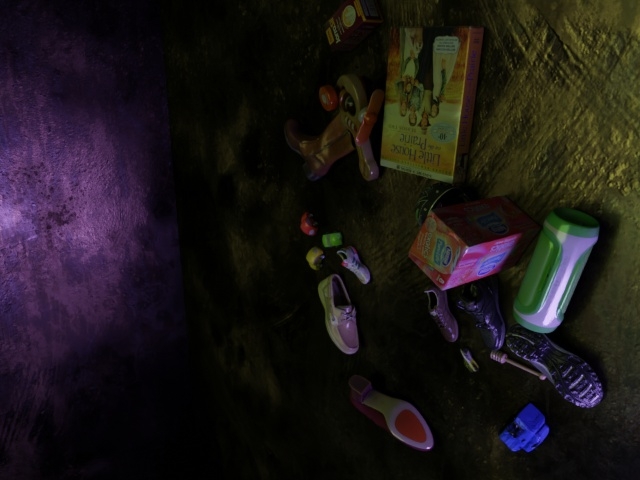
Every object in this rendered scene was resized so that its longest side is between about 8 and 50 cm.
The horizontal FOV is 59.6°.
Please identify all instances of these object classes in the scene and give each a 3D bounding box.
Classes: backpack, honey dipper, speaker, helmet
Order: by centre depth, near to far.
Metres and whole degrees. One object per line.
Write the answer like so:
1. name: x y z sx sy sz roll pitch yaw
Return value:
1. speaker: 0.568 0.075 1.361 0.131 0.131 0.296 37 128 42
2. backpack: 0.552 0.525 1.534 0.101 0.098 0.120 51 135 27
3. honey dipper: 0.547 0.346 1.549 0.161 0.030 0.030 24 118 46
4. helmet: 0.346 -0.082 1.578 0.161 0.169 0.169 49 138 6

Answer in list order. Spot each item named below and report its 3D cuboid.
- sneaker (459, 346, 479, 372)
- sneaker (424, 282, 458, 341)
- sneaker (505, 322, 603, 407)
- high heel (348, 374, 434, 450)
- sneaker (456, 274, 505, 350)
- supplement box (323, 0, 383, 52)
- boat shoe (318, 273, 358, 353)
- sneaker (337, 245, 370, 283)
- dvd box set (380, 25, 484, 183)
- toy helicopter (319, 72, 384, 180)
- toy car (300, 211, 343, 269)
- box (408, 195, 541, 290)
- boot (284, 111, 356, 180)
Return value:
1. sneaker: 0.443 0.363 1.690 0.083 0.031 0.035 61 141 22
2. sneaker: 0.363 0.227 1.724 0.066 0.071 0.188 -25 79 53
3. sneaker: 0.598 0.308 1.426 0.271 0.108 0.100 43 101 19
4. high heel: 0.254 0.631 1.996 0.377 0.127 0.181 38 157 36
5. sneaker: 0.444 0.206 1.565 0.087 0.130 0.227 3 104 55
6. supplement box: 0.103 -0.701 1.802 0.188 0.081 0.104 -27 78 53
7. boat shoe: 0.079 0.273 2.095 0.098 0.109 0.302 -41 61 51
8. sneaker: 0.114 0.094 2.018 0.161 0.075 0.057 61 141 22
9. dvd box set: 0.309 -0.400 1.628 0.308 0.062 0.420 26 120 48
10. toy helicopter: 0.135 -0.363 1.809 0.235 0.140 0.355 24 134 63
11. toy car: 0.000 0.000 2.163 0.225 0.053 0.239 -7 94 54
12. box: 0.393 0.001 1.426 0.142 0.300 0.154 51 135 33
13. boot: -0.004 -0.384 2.026 0.280 0.096 0.264 -36 71 51
